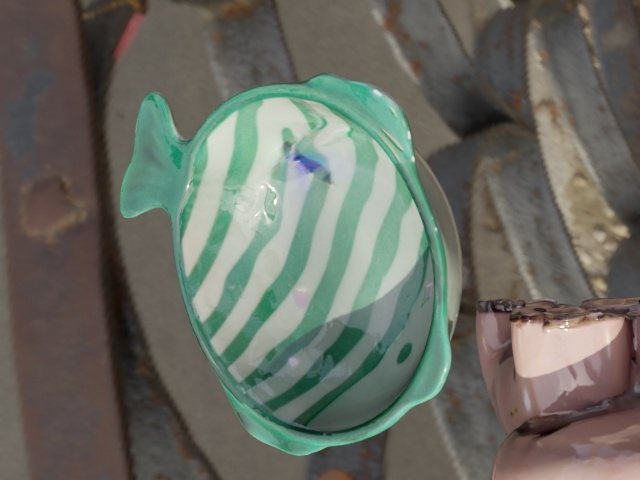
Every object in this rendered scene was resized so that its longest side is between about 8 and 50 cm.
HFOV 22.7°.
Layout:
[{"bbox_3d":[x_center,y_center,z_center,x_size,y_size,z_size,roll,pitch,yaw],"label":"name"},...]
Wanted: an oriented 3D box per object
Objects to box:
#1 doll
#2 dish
[{"bbox_3d":[0.175,0.167,0.901,0.284,0.216,0.268,-2,91,-4],"label":"doll"},{"bbox_3d":[0.000,0.000,0.880,0.246,0.078,0.224,35,123,31],"label":"dish"}]
